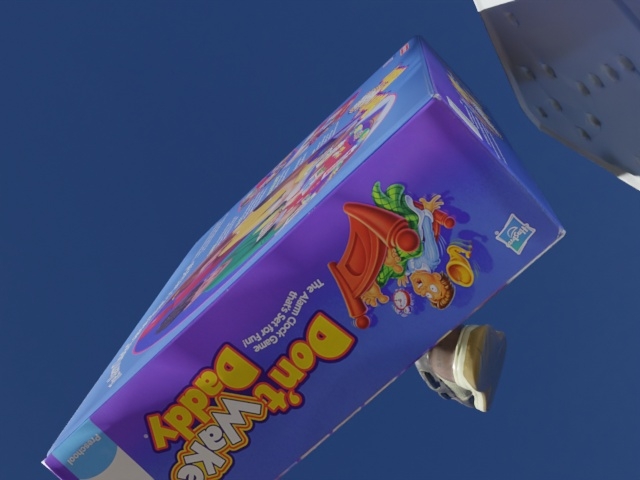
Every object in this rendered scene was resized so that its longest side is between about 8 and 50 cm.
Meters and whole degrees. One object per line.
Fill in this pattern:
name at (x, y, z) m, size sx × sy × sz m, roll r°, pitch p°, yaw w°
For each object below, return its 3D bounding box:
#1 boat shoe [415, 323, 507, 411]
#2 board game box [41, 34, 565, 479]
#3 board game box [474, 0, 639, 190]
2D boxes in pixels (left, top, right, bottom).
boat shoe at (0.093, 0.079, 0.659) m, size 0.152 × 0.049 × 0.056 m, roll 53°, pitch -128°, yaw -67°
board game box at (0.000, 0.000, 0.572) m, size 0.078 × 0.233 × 0.347 m, roll 46°, pitch -166°, yaw -8°
board game box at (0.185, -0.112, 0.430) m, size 0.050 × 0.390 × 0.390 m, roll -42°, pitch -44°, yaw -5°
